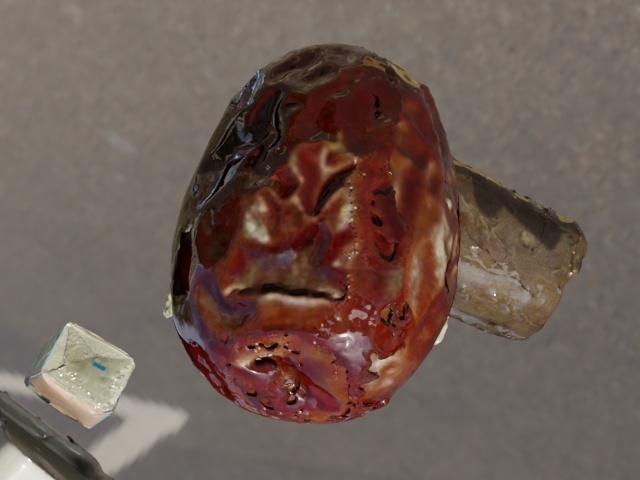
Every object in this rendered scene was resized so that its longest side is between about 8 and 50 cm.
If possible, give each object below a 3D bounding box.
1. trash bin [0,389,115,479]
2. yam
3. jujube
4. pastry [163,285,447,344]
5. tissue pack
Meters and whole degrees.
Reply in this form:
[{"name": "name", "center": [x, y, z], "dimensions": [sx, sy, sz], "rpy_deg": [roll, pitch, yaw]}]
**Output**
[{"name": "trash bin", "center": [-0.368, 0.311, 1.706], "dimensions": [0.296, 0.368, 0.256], "rpy_deg": [43, -179, -30]}, {"name": "yam", "center": [0.061, -0.018, 1.436], "dimensions": [0.279, 0.131, 0.131], "rpy_deg": [25, 168, -23]}, {"name": "jujube", "center": [0.000, 0.000, 1.208], "dimensions": [0.183, 0.243, 0.183], "rpy_deg": [7, 143, 5]}, {"name": "pastry", "center": [-0.008, 0.038, 1.765], "dimensions": [0.258, 0.121, 0.089], "rpy_deg": [12, 177, -6]}, {"name": "tissue pack", "center": [-0.196, 0.110, 1.560], "dimensions": [0.074, 0.059, 0.094], "rpy_deg": [33, 162, -7]}]
